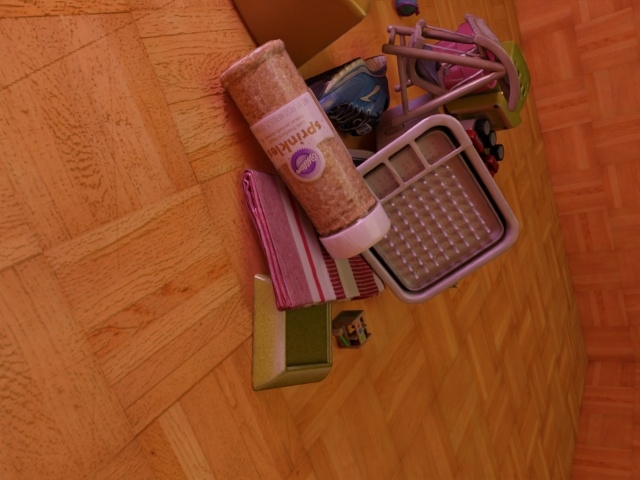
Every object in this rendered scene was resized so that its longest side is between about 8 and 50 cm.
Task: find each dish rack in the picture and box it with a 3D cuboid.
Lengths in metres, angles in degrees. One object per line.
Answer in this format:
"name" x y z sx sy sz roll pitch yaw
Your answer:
"dish rack" 0.198 -0.055 0.981 0.332 0.286 0.072 50 12 -24

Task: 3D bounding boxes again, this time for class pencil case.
"pencil case" 0.242 -0.703 1.396 0.070 0.065 0.151 8 77 -28

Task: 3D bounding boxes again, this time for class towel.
"towel" 0.000 0.000 0.914 0.329 0.037 0.236 2 67 -56

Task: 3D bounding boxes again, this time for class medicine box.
"medicine box" 0.245 -0.154 1.153 0.263 0.149 0.289 59 20 -29

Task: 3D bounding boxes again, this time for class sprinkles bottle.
"sprinkles bottle" -0.020 -0.141 0.828 0.355 0.121 0.121 57 41 -14

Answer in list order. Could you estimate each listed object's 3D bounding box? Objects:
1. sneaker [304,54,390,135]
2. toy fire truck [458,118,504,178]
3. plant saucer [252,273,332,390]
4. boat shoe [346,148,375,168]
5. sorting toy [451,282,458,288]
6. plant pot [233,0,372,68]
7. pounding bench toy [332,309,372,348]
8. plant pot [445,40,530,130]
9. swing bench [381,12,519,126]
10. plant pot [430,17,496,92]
"sneaker" 0.068 -0.285 1.022 0.330 0.130 0.147 -36 110 -51
"toy fire truck" 0.500 -0.239 1.611 0.217 0.159 0.246 38 66 -45
"plant saucer" -0.035 0.155 0.864 0.188 0.045 0.188 13 73 -53
"boat shoe" 0.041 -0.148 1.009 0.219 0.078 0.070 -9 100 -52
"sorting toy" 0.404 0.116 1.505 0.062 0.012 0.083 49 47 -38
"plant pot" -0.036 -0.455 0.862 0.187 0.212 0.212 38 53 -28
"pounding bench toy" 0.054 0.183 0.976 0.083 0.052 0.065 -35 112 -51
"plant pot" 0.539 -0.479 1.636 0.228 0.227 0.207 28 67 -50
"swing bench" 0.270 -0.373 1.058 0.253 0.255 0.165 -75 156 -57
"plant pot" 0.403 -0.525 1.485 0.201 0.180 0.201 14 72 -53
